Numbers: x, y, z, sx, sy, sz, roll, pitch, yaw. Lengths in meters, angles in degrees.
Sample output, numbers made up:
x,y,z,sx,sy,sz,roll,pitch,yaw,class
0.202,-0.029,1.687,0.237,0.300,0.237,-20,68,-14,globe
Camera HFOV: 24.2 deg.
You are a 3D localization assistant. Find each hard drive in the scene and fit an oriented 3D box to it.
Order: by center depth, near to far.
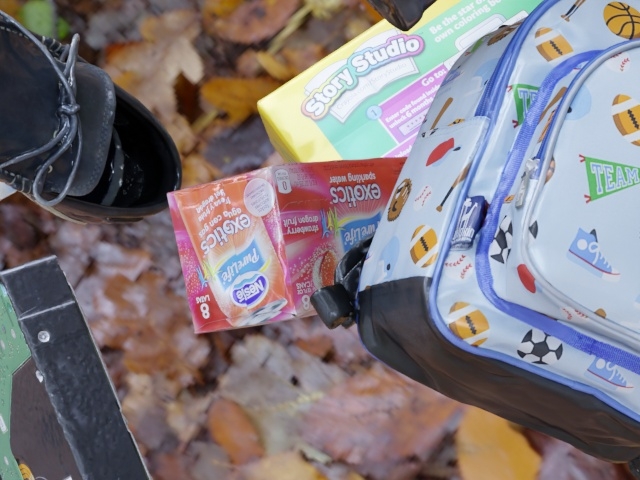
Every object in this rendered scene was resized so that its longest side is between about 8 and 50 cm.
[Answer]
x,y,z,sx,sy,sz,roll,pitch,yaw,class
-0.225,0.204,1.331,0.064,0.237,0.339,-20,81,-31,hard drive

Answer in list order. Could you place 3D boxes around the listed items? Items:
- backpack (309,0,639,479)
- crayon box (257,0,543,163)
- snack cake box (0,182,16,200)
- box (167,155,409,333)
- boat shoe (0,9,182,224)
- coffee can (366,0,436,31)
x,y,z,sx,sy,sz,roll,pitch,yaw,class
0.171,-0.022,0.917,0.213,0.276,0.263,-25,45,56,backpack
0.166,-0.117,1.615,0.363,0.106,0.313,-33,65,-6,crayon box
-0.520,-0.154,1.937,0.152,0.089,0.264,-16,102,29,snack cake box
0.000,0.000,1.326,0.122,0.257,0.128,-13,87,37,box
-0.290,-0.127,1.512,0.156,0.500,0.187,7,78,23,boat shoe
0.091,-0.290,0.892,0.275,0.201,0.201,-40,59,3,coffee can
